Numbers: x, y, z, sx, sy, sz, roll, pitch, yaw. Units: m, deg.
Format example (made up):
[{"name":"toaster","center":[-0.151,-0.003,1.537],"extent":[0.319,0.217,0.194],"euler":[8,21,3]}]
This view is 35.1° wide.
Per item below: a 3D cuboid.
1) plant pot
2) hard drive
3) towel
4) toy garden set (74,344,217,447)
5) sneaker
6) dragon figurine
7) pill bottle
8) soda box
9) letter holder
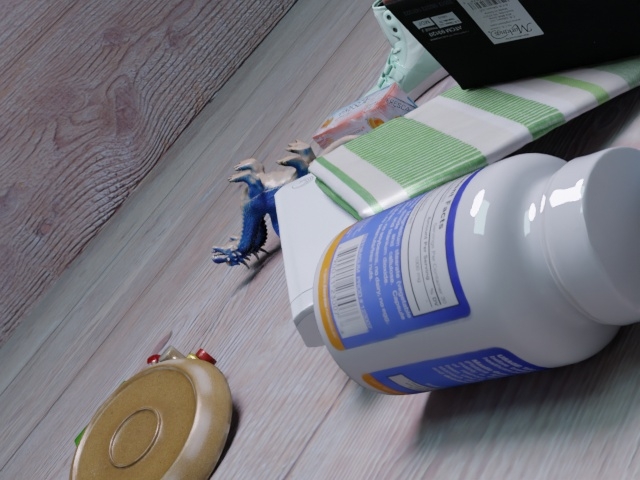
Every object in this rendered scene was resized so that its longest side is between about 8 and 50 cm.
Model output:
[{"name":"plant pot","center":[-0.202,0.228,1.140],"extent":[0.236,0.032,0.236],"euler":[-27,39,24]},{"name":"hard drive","center":[0.070,-0.028,1.061],"extent":[0.233,0.047,0.353],"euler":[-25,21,4]},{"name":"towel","center":[0.159,-0.116,1.037],"extent":[0.325,0.038,0.248],"euler":[-28,20,-5]},{"name":"toy garden set","center":[-0.221,0.220,1.305],"extent":[0.204,0.049,0.244],"euler":[-51,17,-10]},{"name":"sneaker","center":[0.109,-0.284,1.506],"extent":[0.256,0.151,0.094],"euler":[-35,21,35]},{"name":"dragon figurine","center":[-0.036,-0.057,1.436],"extent":[0.289,0.144,0.085],"euler":[-20,22,14]},{"name":"pill bottle","center":[0.128,0.024,0.742],"extent":[0.272,0.152,0.152],"euler":[-22,28,51]},{"name":"soda box","center":[0.066,-0.172,1.496],"extent":[0.058,0.063,0.183],"euler":[-54,19,-26]},{"name":"letter holder","center":[0.247,-0.298,0.990],"extent":[0.302,0.152,0.214],"euler":[-3,57,46]}]
